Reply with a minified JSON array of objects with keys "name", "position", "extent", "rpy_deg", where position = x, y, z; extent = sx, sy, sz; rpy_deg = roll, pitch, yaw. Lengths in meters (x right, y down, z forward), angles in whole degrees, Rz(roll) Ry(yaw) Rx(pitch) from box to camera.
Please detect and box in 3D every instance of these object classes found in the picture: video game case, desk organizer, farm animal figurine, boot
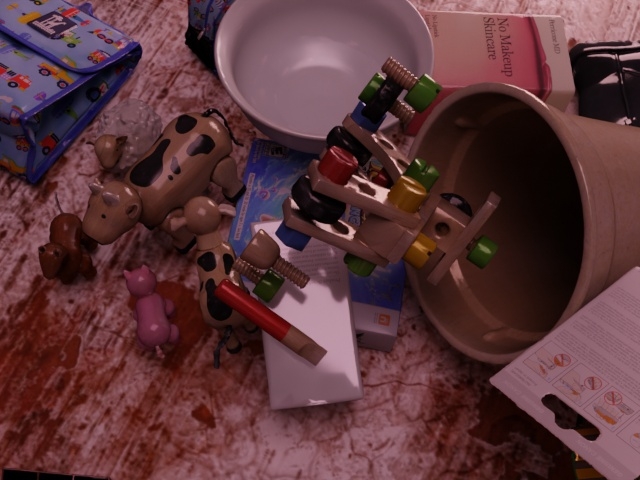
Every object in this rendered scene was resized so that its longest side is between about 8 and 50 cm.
[{"name":"video game case","position":[0.000,0.000,1.303],"extent":[0.244,0.061,0.269],"rpy_deg":[11,62,0]},{"name":"desk organizer","position":[-0.312,0.300,1.120],"extent":[0.130,0.050,0.047],"rpy_deg":[6,62,-2]},{"name":"farm animal figurine","position":[-0.200,-0.036,1.195],"extent":[0.330,0.172,0.326],"rpy_deg":[15,64,19]},{"name":"boot","position":[0.503,-0.207,1.436],"extent":[0.247,0.094,0.207],"rpy_deg":[-1,59,2]}]

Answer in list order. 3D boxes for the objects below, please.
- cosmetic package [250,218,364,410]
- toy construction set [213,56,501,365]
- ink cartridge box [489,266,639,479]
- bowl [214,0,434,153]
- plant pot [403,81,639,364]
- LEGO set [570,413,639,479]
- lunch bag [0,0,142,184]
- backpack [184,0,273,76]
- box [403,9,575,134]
[{"name":"cosmetic package","position":[-0.018,0.088,1.177],"extent":[0.117,0.085,0.231],"rpy_deg":[-5,82,-2]},{"name":"toy construction set","position":[0.067,0.003,1.050],"extent":[0.237,0.257,0.308],"rpy_deg":[37,89,-4]},{"name":"ink cartridge box","position":[0.315,0.141,0.962],"extent":[0.225,0.056,0.181],"rpy_deg":[-35,46,-17]},{"name":"bowl","position":[0.004,-0.228,1.332],"extent":[0.298,0.134,0.297],"rpy_deg":[1,62,-2]},{"name":"plant pot","position":[0.319,-0.030,1.207],"extent":[0.306,0.334,0.333],"rpy_deg":[-5,61,-33]},{"name":"LEGO set","position":[0.404,0.236,1.053],"extent":[0.192,0.331,0.254],"rpy_deg":[-11,97,22]},{"name":"lunch bag","position":[-0.418,-0.256,1.380],"extent":[0.221,0.138,0.293],"rpy_deg":[27,51,10]},{"name":"backpack","position":[-0.118,-0.343,1.408],"extent":[0.158,0.173,0.117],"rpy_deg":[-33,70,-21]},{"name":"box","position":[0.241,-0.246,1.417],"extent":[0.232,0.127,0.148],"rpy_deg":[0,62,-5]}]
